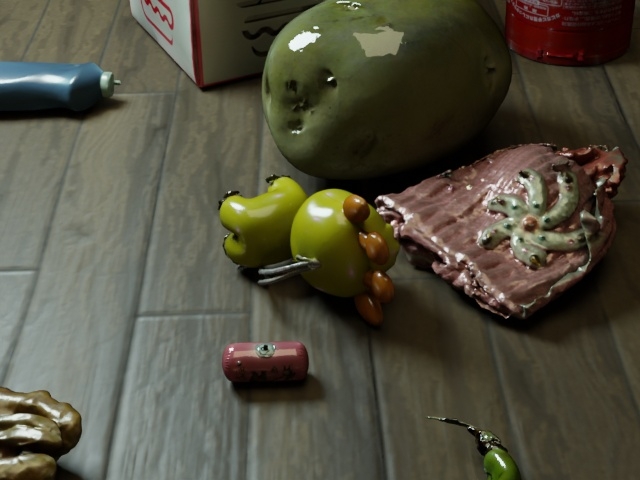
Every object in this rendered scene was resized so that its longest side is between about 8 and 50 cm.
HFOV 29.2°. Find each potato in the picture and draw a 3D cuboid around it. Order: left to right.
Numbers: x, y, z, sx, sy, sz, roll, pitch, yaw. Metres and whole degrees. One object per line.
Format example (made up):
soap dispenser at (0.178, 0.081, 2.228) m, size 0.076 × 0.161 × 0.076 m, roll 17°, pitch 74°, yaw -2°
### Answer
potato at (0.089, -0.198, 1.492) m, size 0.326 × 0.221 × 0.243 m, roll -17°, pitch 26°, yaw -27°

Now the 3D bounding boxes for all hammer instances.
hammer at (-0.053, 0.116, 1.178) m, size 0.083 × 0.043 × 0.043 m, roll 0°, pitch 33°, yaw 0°

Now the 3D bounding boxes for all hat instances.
hat at (0.229, -0.039, 1.345) m, size 0.286 × 0.107 × 0.237 m, roll -28°, pitch 51°, yaw -27°

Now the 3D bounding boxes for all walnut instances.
walnut at (-0.296, 0.181, 1.065) m, size 0.170 × 0.069 × 0.143 m, roll 8°, pitch 33°, yaw 13°

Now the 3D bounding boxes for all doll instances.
doll at (0.000, 0.000, 1.278) m, size 0.135 × 0.143 × 0.221 m, roll -23°, pitch 31°, yaw -32°

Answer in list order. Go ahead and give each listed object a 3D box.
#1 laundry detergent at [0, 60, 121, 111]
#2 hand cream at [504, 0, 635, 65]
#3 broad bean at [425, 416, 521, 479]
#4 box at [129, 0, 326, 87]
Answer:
laundry detergent at (-0.378, -0.213, 1.688) m, size 0.206 × 0.061 × 0.096 m, roll 0°, pitch 25°, yaw 2°
hand cream at (0.367, -0.350, 1.806) m, size 0.193 × 0.125 × 0.193 m, roll 0°, pitch 35°, yaw 0°
broad bean at (0.097, 0.247, 0.961) m, size 0.098 × 0.056 × 0.318 m, roll 2°, pitch 27°, yaw 18°
box at (-0.106, -0.438, 1.802) m, size 0.314 × 0.300 × 0.312 m, roll -15°, pitch 35°, yaw -21°
